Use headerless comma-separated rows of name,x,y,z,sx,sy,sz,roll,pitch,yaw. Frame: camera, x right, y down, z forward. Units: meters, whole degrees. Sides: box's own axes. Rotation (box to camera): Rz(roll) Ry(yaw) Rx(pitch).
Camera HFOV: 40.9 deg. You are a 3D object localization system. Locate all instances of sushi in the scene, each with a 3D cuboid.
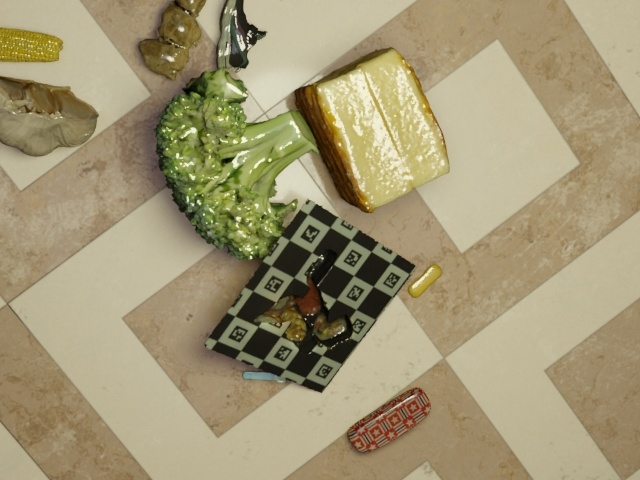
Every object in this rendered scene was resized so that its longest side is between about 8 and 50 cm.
sushi,-0.023,0.116,1.779,0.343,0.064,0.359,29,101,-38

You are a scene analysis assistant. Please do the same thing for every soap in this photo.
soap,0.229,0.088,1.878,0.089,0.012,0.034,-43,99,-1

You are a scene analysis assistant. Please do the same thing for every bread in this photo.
bread,0.097,-0.222,1.695,0.207,0.279,0.279,-25,98,-4

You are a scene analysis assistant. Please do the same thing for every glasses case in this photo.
glasses case,0.152,0.395,1.884,0.194,0.049,0.073,-31,100,-3

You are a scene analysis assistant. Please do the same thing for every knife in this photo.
knife,-0.122,0.293,1.860,0.096,0.010,0.027,3,97,-5

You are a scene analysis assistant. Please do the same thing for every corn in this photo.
corn,-0.616,-0.386,1.699,0.206,0.067,0.067,3,96,-10

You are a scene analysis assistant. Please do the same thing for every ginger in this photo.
ginger,-0.287,-0.429,1.726,0.104,0.080,0.204,29,94,-3

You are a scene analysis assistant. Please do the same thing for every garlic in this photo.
garlic,-0.560,-0.233,1.672,0.229,0.178,0.143,23,108,-24

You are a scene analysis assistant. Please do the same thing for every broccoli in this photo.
broccoli,-0.180,-0.147,1.663,0.338,0.277,0.317,34,104,0

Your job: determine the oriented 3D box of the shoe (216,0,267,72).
shoe,-0.158,-0.423,1.750,0.099,0.071,0.169,8,99,-11
